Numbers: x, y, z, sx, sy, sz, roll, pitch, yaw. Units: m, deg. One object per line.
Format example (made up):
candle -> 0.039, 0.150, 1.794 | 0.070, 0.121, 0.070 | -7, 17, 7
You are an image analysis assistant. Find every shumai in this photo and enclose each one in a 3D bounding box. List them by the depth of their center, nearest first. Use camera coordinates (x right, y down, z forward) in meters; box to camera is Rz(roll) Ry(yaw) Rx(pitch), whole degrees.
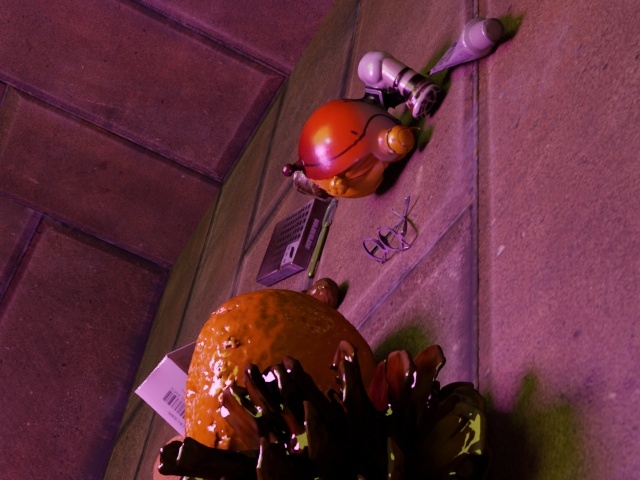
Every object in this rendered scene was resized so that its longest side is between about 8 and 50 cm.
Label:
shumai -> -0.006, -0.138, 2.305 | 0.124, 0.099, 0.087 | -38, 34, 27

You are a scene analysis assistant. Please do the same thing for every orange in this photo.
orange -> -0.058, 0.247, 1.474 | 0.340, 0.293, 0.341 | -172, 90, -75

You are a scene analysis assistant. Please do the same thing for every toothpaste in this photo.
toothpaste -> 0.270, -0.362, 1.753 | 0.282, 0.099, 0.068 | -179, 69, -81

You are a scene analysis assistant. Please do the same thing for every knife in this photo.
knife -> -0.001, 0.000, 2.218 | 0.054, 0.015, 0.212 | -42, 27, 58

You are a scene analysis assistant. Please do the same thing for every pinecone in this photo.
pinecone -> -0.002, 0.274, 1.086 | 0.384, 0.384, 0.384 | -58, 16, 27

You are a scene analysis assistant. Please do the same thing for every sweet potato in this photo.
sweet potato -> -0.015, 0.128, 1.977 | 0.081, 0.062, 0.233 | -54, 7, -18

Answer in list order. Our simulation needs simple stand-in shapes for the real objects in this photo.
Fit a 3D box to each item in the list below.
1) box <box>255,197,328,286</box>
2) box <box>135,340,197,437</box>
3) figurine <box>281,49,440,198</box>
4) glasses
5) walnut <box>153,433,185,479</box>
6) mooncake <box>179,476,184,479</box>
box -> -0.078, 0.011, 2.417 | 0.325, 0.047, 0.180 | -29, 39, 68
box -> -0.204, 0.298, 1.847 | 0.106, 0.200, 0.299 | -50, -8, 10
figurine -> 0.078, -0.222, 1.933 | 0.323, 0.196, 0.320 | -55, 21, -1
glasses -> 0.141, -0.022, 1.729 | 0.104, 0.062, 0.140 | -48, 5, -29
walnut -> -0.294, 0.516, 2.135 | 0.197, 0.165, 0.165 | -47, 23, 48
mooncake -> -0.233, 0.547, 1.938 | 0.228, 0.124, 0.228 | -56, 18, 29
